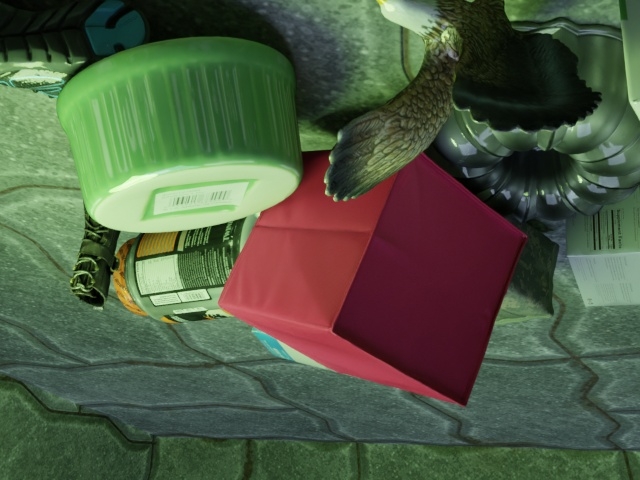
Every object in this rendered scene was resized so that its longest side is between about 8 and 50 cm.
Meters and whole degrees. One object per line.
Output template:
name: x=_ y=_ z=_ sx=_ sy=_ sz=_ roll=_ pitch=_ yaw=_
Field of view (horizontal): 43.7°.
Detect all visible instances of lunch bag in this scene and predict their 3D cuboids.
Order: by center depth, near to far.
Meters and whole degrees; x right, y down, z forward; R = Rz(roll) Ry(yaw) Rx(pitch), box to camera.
lunch bag: x=0.211 y=0.045 z=1.347 sx=0.235 sy=0.169 sz=0.287 roll=31 pitch=151 yaw=-34

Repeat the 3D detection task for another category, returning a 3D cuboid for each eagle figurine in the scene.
eagle figurine: x=0.130 y=-0.168 z=0.755 sx=0.225 sy=0.298 sz=0.226 roll=6 pitch=155 yaw=2

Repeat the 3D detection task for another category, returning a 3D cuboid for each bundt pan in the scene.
bundt pan: x=0.275 y=-0.125 z=1.016 sx=0.331 sy=0.124 sz=0.331 roll=7 pitch=155 yaw=3

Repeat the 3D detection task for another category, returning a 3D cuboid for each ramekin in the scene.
ramekin: x=-0.165 y=-0.117 z=1.005 sx=0.303 sy=0.148 sz=0.303 roll=-12 pitch=168 yaw=-3

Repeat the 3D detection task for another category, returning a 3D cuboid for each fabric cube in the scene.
fabric cube: x=0.070 y=0.040 z=1.070 sx=0.254 sy=0.259 sz=0.258 roll=34 pitch=162 yaw=-32

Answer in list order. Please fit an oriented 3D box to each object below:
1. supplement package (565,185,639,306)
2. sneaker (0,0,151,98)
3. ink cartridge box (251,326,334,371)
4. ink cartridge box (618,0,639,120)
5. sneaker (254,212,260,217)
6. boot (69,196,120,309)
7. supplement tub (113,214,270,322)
supplement package: x=0.479 y=-0.008 z=1.172 sx=0.203 sy=0.149 sz=0.194 roll=-5 pitch=152 yaw=24
sneaker: x=-0.373 y=-0.225 z=0.985 sx=0.341 sy=0.125 sz=0.139 roll=8 pitch=157 yaw=2
ink cartridge box: x=0.018 y=0.155 z=1.579 sx=0.233 sy=0.171 sz=0.168 roll=11 pitch=156 yaw=21
ink cartridge box: x=0.400 y=-0.162 z=0.806 sx=0.117 sy=0.201 sz=0.278 roll=-13 pitch=148 yaw=33
sneaker: x=-0.099 y=-0.071 z=1.269 sx=0.212 sy=0.094 sz=0.080 roll=-12 pitch=150 yaw=37
boot: x=-0.358 y=-0.020 z=1.291 sx=0.091 sy=0.229 sz=0.263 roll=7 pitch=155 yaw=2
supplement tub: x=-0.208 y=0.046 z=1.433 sx=0.316 sy=0.193 sz=0.193 roll=-9 pitch=150 yaw=32
